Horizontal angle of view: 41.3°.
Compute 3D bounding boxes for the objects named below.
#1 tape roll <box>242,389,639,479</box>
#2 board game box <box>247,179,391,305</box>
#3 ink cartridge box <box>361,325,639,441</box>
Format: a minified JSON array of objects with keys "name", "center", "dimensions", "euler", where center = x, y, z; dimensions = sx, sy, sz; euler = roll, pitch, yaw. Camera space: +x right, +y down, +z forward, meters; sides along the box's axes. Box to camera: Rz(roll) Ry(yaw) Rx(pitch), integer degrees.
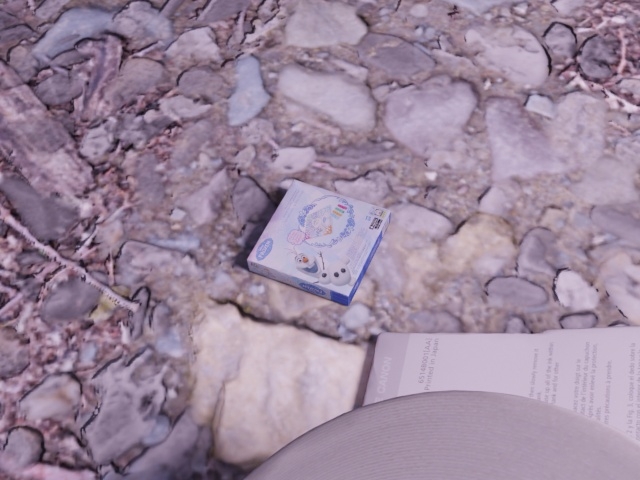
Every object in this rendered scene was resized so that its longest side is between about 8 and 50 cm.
[{"name":"tape roll","center":[0.049,0.258,0.367],"dimensions":[0.392,0.072,0.391],"euler":[-23,49,29]},{"name":"board game box","center":[0.000,0.000,0.697],"dimensions":[0.090,0.020,0.090],"euler":[20,59,16]},{"name":"ink cartridge box","center":[0.136,0.194,0.529],"dimensions":[0.261,0.066,0.296],"euler":[-5,52,29]}]
